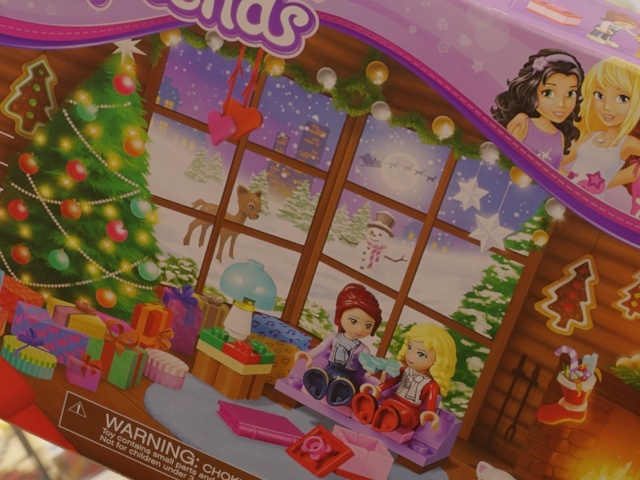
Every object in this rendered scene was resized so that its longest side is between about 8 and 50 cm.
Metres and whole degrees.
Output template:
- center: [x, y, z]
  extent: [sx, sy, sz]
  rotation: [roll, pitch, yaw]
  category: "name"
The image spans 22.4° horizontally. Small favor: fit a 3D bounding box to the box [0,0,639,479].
- center: [0.000, 0.000, 0.512]
  extent: [0.057, 0.293, 0.201]
  rotation: [-50, -19, -62]
  category: "box"
